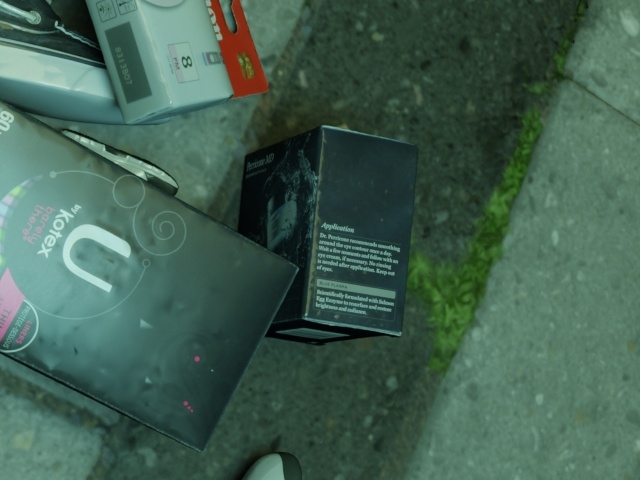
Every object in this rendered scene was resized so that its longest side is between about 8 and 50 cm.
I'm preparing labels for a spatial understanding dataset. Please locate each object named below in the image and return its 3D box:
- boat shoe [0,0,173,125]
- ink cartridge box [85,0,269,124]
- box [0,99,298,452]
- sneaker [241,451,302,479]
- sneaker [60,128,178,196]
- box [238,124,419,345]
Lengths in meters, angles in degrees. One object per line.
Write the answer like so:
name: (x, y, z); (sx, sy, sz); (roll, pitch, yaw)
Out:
boat shoe: (-0.250, -0.166, 1.338); (0.301, 0.108, 0.102); (14, 78, -18)
ink cartridge box: (-0.105, -0.201, 1.371); (0.232, 0.066, 0.189); (-21, 94, -57)
box: (-0.182, 0.024, 1.309); (0.270, 0.143, 0.165); (29, 84, -22)
sneaker: (-0.117, 0.268, 1.356); (0.145, 0.090, 0.270); (25, 66, -12)
sneaker: (-0.169, -0.054, 1.403); (0.109, 0.040, 0.043); (21, 91, -20)
box: (0.000, 0.000, 1.411); (0.093, 0.156, 0.158); (10, 79, -24)
